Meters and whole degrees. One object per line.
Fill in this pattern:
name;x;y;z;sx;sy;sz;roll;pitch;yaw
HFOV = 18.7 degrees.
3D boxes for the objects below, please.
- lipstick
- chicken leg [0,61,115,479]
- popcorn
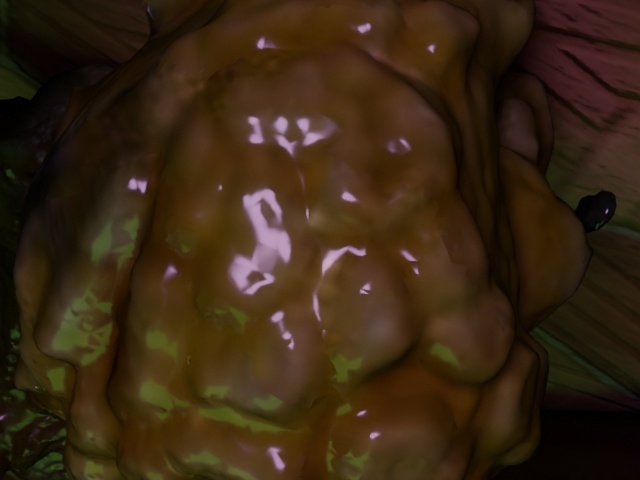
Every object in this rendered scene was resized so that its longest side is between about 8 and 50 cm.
lipstick;0.176;0.103;0.845;0.057;0.057;0.357;32;163;-20
chicken leg;-0.139;0.022;0.962;0.211;0.140;0.361;1;147;12
popcorn;-0.002;0.000;0.578;0.169;0.189;0.218;22;159;-10
